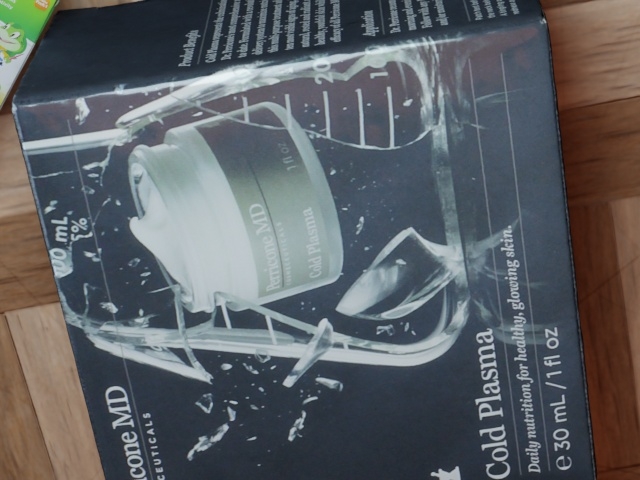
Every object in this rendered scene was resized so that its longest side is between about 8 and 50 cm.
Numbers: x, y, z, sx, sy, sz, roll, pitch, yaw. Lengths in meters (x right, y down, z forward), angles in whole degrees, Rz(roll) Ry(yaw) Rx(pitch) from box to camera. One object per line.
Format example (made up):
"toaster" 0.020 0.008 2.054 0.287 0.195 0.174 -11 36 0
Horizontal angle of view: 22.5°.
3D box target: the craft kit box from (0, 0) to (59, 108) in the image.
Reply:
"craft kit box" -0.405 -0.195 1.514 0.250 0.061 0.246 28 116 -13

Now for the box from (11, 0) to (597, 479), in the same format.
"box" 0.000 0.000 1.575 0.472 0.297 0.479 -8 114 5
